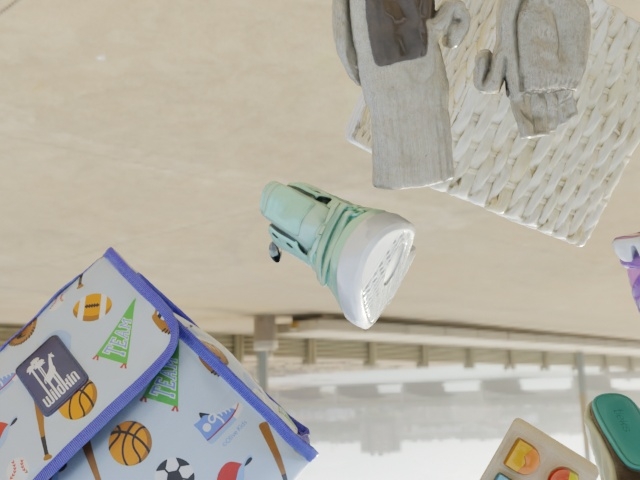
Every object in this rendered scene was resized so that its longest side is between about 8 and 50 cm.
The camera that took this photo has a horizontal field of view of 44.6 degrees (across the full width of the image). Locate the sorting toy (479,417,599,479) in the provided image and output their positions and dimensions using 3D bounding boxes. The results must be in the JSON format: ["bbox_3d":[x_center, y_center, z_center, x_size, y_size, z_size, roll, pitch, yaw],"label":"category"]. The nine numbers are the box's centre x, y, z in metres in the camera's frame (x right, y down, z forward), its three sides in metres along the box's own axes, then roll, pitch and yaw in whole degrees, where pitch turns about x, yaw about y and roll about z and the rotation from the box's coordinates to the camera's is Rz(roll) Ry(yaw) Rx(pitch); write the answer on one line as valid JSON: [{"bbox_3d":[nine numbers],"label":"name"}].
[{"bbox_3d":[0.413,0.479,1.507,0.193,0.208,0.038,32,169,5],"label":"sorting toy"}]

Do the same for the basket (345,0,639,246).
[{"bbox_3d":[0.271,-0.211,1.115,0.328,0.331,0.266,19,-167,-27],"label":"basket"}]

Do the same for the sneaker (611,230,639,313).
[{"bbox_3d":[0.413,0.037,0.773,0.236,0.105,0.095,-4,-178,44],"label":"sneaker"}]

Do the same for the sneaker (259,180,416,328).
[{"bbox_3d":[0.000,0.000,0.678,0.151,0.094,0.256,27,180,9],"label":"sneaker"}]

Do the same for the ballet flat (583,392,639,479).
[{"bbox_3d":[0.301,0.242,0.724,0.086,0.086,0.248,-3,-156,8],"label":"ballet flat"}]

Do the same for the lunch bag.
[{"bbox_3d":[-0.248,0.248,1.004,0.328,0.385,0.239,-45,-179,-9],"label":"lunch bag"}]

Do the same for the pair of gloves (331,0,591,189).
[{"bbox_3d":[0.118,-0.162,0.626,0.240,0.204,0.042,-21,-163,-24],"label":"pair of gloves"}]
